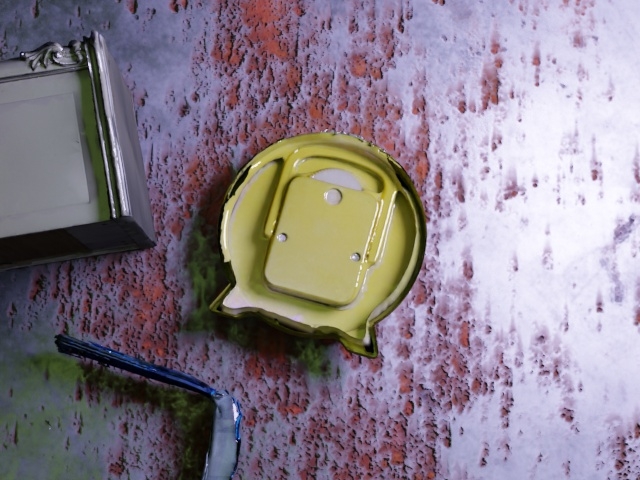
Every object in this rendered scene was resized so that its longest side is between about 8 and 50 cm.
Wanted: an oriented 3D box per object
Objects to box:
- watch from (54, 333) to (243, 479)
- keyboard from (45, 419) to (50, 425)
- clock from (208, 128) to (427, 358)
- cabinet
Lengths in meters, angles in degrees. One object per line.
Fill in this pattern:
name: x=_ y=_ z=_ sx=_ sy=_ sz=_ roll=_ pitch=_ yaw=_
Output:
watch: x=-0.248 y=0.286 z=1.495 sx=0.274 sy=0.068 sz=0.276 roll=17 pitch=78 yaw=-3
keyboard: x=-0.528 y=0.307 z=1.492 sx=0.381 sy=0.041 sz=0.103 roll=-16 pitch=81 yaw=-7
clock: x=0.001 y=-0.001 z=1.572 sx=0.277 sy=0.071 sz=0.293 roll=21 pitch=78 yaw=5
cabinet: x=-0.390 y=-0.091 z=1.458 sx=0.318 sy=0.290 sz=0.227 roll=-10 pitch=83 yaw=-2
